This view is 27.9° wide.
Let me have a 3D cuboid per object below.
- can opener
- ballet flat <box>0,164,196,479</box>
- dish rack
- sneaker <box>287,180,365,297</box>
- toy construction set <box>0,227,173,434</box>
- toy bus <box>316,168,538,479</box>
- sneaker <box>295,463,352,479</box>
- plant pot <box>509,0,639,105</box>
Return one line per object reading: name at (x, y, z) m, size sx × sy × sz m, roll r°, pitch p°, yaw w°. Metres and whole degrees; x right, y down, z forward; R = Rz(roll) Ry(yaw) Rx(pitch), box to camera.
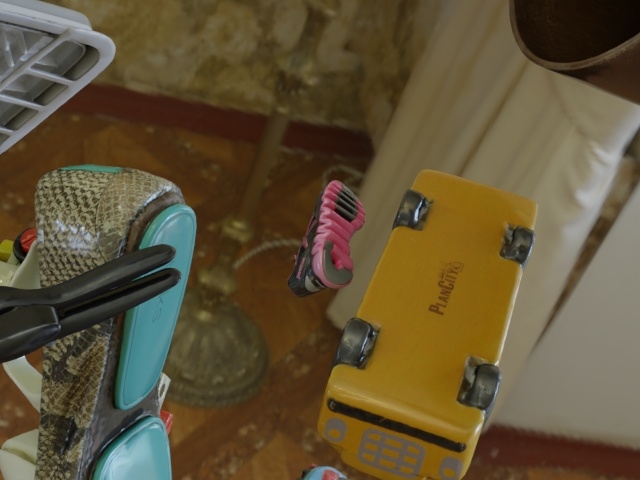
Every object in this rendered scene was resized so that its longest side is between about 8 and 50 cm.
can opener at (-0.195, 0.053, 1.015) m, size 0.186 × 0.059 × 0.073 m, roll -21°, pitch 49°, yaw -26°
ballet flat at (-0.225, 0.155, 1.222) m, size 0.182 × 0.483 × 0.164 m, roll 14°, pitch 20°, yaw 22°
dish rack at (-0.414, -0.185, 1.340) m, size 0.333 × 0.285 × 0.072 m, roll 4°, pitch 60°, yaw -52°
sneaker at (0.000, 0.000, 1.035) m, size 0.047 × 0.057 × 0.119 m, roll 40°, pitch 38°, yaw -21°
toy construction set at (-0.298, 0.105, 1.389) m, size 0.327 × 0.151 × 0.215 m, roll 23°, pitch 57°, yaw -2°
toy bus at (0.084, 0.064, 0.965) m, size 0.108 × 0.130 × 0.333 m, roll 19°, pitch 35°, yaw 6°
sneaker at (0.014, 0.258, 1.008) m, size 0.125 × 0.104 × 0.262 m, roll 22°, pitch 8°, yaw 11°
plant pot at (0.268, -0.144, 0.746) m, size 0.230 × 0.215 × 0.215 m, roll 26°, pitch 35°, yaw -23°
